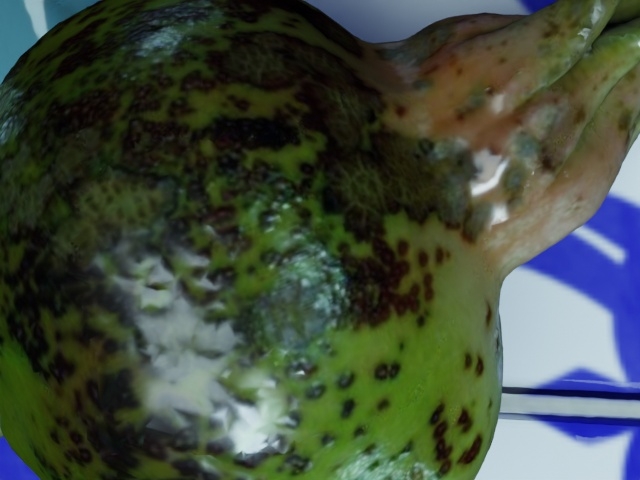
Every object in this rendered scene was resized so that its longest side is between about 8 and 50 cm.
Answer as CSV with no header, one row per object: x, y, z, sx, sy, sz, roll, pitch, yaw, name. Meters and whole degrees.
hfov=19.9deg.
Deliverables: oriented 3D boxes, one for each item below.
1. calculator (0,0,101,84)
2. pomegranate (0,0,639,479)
-0.210,-0.110,0.792,0.256,0.054,0.386,-9,107,24,calculator
-0.004,-0.006,0.685,0.204,0.276,0.222,15,142,58,pomegranate
